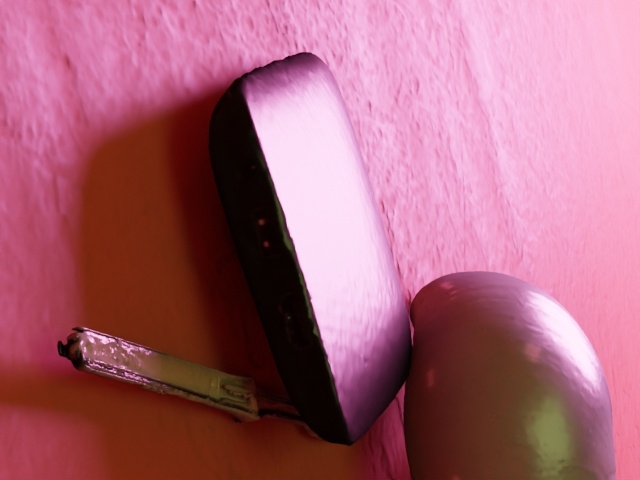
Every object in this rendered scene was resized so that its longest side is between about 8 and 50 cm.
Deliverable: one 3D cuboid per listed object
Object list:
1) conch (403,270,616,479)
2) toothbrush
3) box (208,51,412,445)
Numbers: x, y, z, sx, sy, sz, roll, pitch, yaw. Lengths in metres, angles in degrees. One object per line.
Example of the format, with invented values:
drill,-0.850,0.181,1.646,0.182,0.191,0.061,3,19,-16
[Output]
conch,0.127,0.108,1.121,0.185,0.121,0.221,54,27,-46
toothbrush,-0.050,0.079,0.915,0.294,0.028,0.026,22,57,-58
box,0.000,0.000,1.001,0.201,0.042,0.212,-35,108,-71
